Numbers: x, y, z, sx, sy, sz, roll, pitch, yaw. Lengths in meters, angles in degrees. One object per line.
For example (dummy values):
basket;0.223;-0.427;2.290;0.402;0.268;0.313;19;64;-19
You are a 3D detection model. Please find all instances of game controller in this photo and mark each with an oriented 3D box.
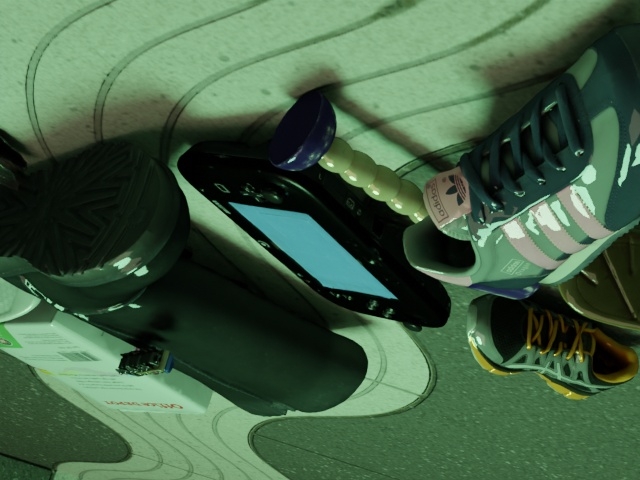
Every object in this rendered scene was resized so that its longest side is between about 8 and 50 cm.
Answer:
game controller;0.000;0.000;1.164;0.166;0.067;0.319;-1;151;36

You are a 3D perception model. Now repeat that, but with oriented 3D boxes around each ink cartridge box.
ink cartridge box;-0.287;0.119;1.564;0.201;0.117;0.278;-5;149;41

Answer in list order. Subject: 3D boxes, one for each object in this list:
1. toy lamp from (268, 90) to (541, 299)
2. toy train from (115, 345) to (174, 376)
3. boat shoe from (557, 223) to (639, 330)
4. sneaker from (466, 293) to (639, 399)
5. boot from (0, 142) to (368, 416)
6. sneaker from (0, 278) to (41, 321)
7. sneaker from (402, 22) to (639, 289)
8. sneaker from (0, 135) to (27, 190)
toy lamp;0.084;-0.029;1.030;0.275;0.080;0.080;32;153;-26
toy train;-0.191;0.135;1.318;0.036;0.027;0.158;21;165;-17
boat shoe;0.344;0.047;1.009;0.302;0.109;0.098;15;-164;4
sneaker;0.235;0.102;1.223;0.215;0.084;0.083;21;157;-33
boot;-0.116;0.075;1.299;0.445;0.146;0.367;37;160;-33
sneaker;-0.433;0.030;1.457;0.296;0.104;0.147;4;-168;23
sneaker;0.148;-0.041;0.860;0.131;0.112;0.319;-4;154;-11
sneaker;-0.386;-0.103;1.217;0.170;0.051;0.089;13;152;2
